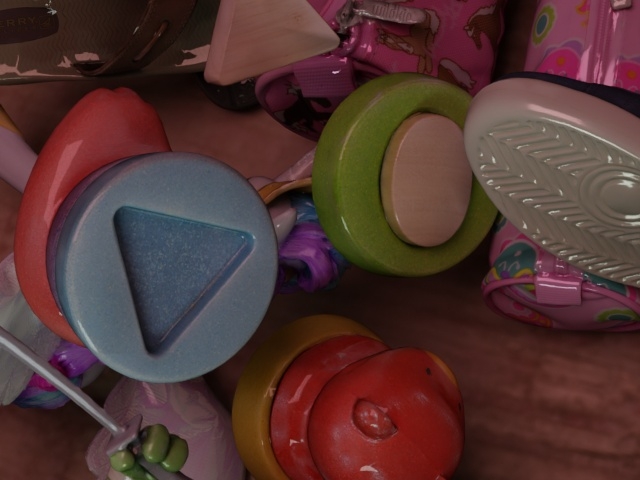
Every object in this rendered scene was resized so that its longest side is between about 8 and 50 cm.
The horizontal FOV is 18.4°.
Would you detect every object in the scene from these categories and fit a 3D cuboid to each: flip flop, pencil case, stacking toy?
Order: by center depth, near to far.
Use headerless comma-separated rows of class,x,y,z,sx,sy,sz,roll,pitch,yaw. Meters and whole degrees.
stacking toy,0.000,0.000,1.164,0.279,0.309,0.130,-59,29,-8
pencil case,0.183,-0.080,1.306,0.124,0.124,0.284,6,73,22
pencil case,0.084,-0.245,1.370,0.167,0.160,0.386,-13,54,63
flip flop,-0.142,-0.165,1.384,0.277,0.080,0.112,-8,99,-1

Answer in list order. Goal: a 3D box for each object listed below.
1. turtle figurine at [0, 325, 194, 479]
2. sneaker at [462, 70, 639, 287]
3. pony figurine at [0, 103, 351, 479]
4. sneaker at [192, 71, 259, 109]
turtle figurine,-0.085,0.209,1.099,0.266,0.274,0.198,3,35,-5
sneaker,0.253,-0.046,1.206,0.350,0.131,0.148,22,57,-14
pony figurine,-0.167,0.054,1.326,0.363,0.303,0.351,11,65,39
sneaker,-0.075,-0.211,1.480,0.087,0.130,0.227,-18,93,8
